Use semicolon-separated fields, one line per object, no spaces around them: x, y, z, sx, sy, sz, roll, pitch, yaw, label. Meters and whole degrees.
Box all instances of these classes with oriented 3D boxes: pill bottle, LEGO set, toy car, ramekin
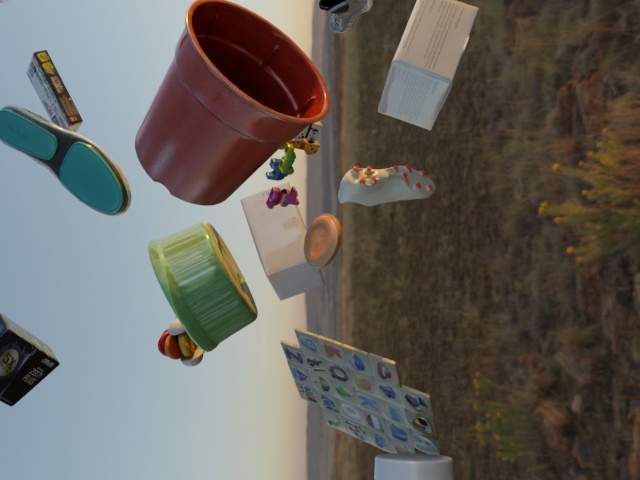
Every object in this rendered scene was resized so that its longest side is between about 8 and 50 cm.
0.159;0.517;1.086;0.161;0.161;0.283;90;-179;-78;pill bottle
-0.048;-0.181;1.400;0.227;0.093;0.087;-66;31;31;LEGO set
-0.450;0.319;2.046;0.182;0.136;0.159;-85;-23;-75;toy car
-0.274;0.102;1.540;0.303;0.148;0.303;62;178;5;ramekin

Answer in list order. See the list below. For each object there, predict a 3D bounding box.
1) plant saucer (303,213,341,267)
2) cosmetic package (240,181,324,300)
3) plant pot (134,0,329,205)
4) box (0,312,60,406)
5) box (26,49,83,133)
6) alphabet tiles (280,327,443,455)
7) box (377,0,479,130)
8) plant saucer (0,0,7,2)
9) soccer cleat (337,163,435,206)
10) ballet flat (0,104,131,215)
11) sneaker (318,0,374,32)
0.000;0.000;0.959;0.083;0.013;0.083;-24;58;47;plant saucer
-0.095;0.009;1.656;0.224;0.138;0.225;76;173;-68;cosmetic package
-0.171;-0.216;1.093;0.265;0.272;0.272;-44;29;34;plant pot
-0.726;0.277;1.472;0.077;0.147;0.180;37;165;40;box
-0.697;-0.376;1.669;0.114;0.036;0.207;-25;92;53;box
0.072;0.300;1.226;0.011;0.342;0.285;-44;-48;-36;alphabet tiles
0.205;-0.345;1.234;0.182;0.119;0.181;102;-170;-70;box
-0.700;-0.718;1.476;0.332;0.084;0.332;-49;24;30;plant saucer
0.121;-0.098;1.177;0.076;0.196;0.068;-57;42;46;soccer cleat
-0.593;-0.201;1.531;0.139;0.400;0.139;-56;-7;-10;ballet flat
0.044;-0.642;1.761;0.228;0.132;0.086;-18;82;65;sneaker
